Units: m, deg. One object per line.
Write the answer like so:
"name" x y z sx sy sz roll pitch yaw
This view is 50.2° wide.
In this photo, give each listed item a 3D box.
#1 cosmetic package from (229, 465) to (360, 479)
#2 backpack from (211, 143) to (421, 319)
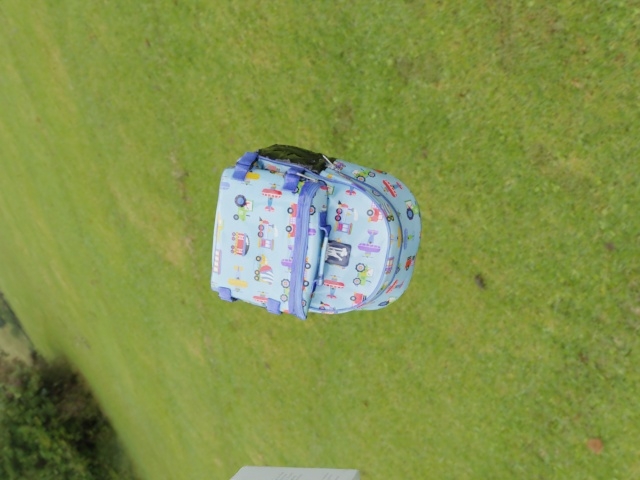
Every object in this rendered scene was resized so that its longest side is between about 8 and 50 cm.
"cosmetic package" -0.044 0.401 0.901 0.183 0.151 0.151 -8 96 23
"backpack" 0.000 0.000 0.638 0.173 0.117 0.158 16 106 15
